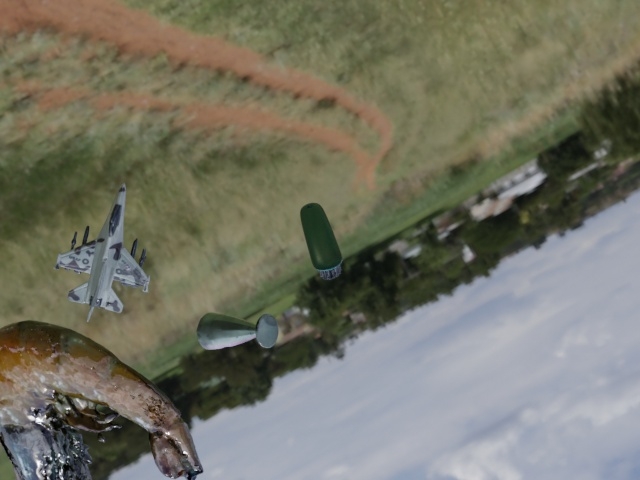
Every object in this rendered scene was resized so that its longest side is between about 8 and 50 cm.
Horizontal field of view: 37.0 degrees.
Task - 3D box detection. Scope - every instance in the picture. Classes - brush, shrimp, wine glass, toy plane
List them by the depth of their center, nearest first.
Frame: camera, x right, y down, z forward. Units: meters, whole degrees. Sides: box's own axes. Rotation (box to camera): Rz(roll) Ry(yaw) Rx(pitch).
[{"bbox_3d":[-0.208,0.198,0.889,0.054,0.222,0.290,-58,157,-51],"label":"shrimp"},{"bbox_3d":[0.000,0.000,1.396,0.043,0.032,0.193,-16,-150,-1],"label":"brush"},{"bbox_3d":[-0.351,0.018,1.587,0.160,0.234,0.082,15,-179,-6],"label":"toy plane"},{"bbox_3d":[-0.158,0.173,1.817,0.155,0.073,0.073,-3,-165,39],"label":"wine glass"}]
